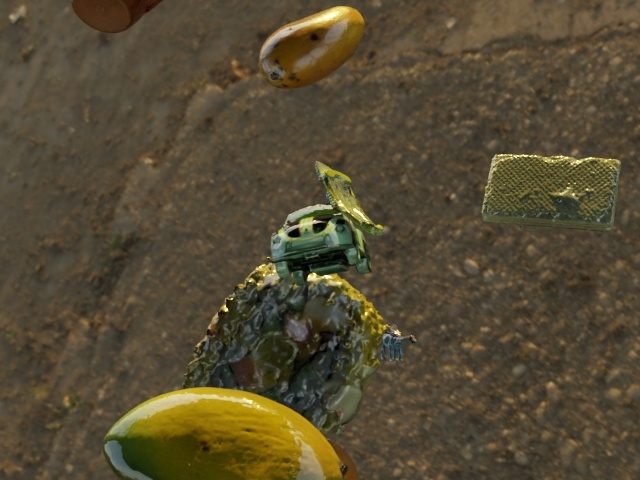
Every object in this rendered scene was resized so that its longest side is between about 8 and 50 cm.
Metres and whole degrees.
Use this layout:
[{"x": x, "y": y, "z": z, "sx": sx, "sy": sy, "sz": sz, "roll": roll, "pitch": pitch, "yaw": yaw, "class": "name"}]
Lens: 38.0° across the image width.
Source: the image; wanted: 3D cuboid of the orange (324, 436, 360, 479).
[{"x": -0.053, "y": 0.389, "z": 1.355, "sx": 0.240, "sy": 0.171, "sz": 0.240, "roll": -37, "pitch": 22, "yaw": 18, "class": "orange"}]

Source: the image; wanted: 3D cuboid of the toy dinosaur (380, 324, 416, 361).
[{"x": 0.155, "y": 0.226, "z": 2.047, "sx": 0.197, "sy": 0.045, "sz": 0.080, "roll": -3, "pitch": 84, "yaw": 62, "class": "toy dinosaur"}]

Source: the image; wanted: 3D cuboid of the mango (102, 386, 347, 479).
[{"x": -0.090, "y": 0.207, "z": 0.889, "sx": 0.237, "sy": 0.091, "sz": 0.137, "roll": 24, "pitch": 68, "yaw": 19, "class": "mango"}]

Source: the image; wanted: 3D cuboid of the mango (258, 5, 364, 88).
[{"x": -0.008, "y": -0.289, "z": 1.388, "sx": 0.178, "sy": 0.090, "sz": 0.115, "roll": -27, "pitch": 34, "yaw": -10, "class": "mango"}]

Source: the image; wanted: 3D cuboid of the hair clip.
[{"x": 0.045, "y": -0.058, "z": 1.444, "sx": 0.033, "sy": 0.060, "sz": 0.188, "roll": -58, "pitch": 40, "yaw": 23, "class": "hair clip"}]

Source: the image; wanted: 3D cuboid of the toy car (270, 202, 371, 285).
[{"x": 0.000, "y": 0.000, "z": 1.543, "sx": 0.136, "sy": 0.306, "sz": 0.125, "roll": -11, "pitch": 80, "yaw": 8, "class": "toy car"}]

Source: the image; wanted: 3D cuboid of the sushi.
[{"x": -0.057, "y": 0.244, "z": 1.921, "sx": 0.351, "sy": 0.240, "sz": 0.396, "roll": 33, "pitch": 89, "yaw": 10, "class": "sushi"}]

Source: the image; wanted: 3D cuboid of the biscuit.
[{"x": 0.354, "y": -0.076, "z": 1.432, "sx": 0.199, "sy": 0.040, "sz": 0.121, "roll": 5, "pitch": 63, "yaw": 23, "class": "biscuit"}]

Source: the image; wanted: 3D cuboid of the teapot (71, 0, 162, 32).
[{"x": -0.301, "y": -0.367, "z": 1.327, "sx": 0.116, "sy": 0.173, "sz": 0.116, "roll": -161, "pitch": 90, "yaw": -80, "class": "teapot"}]
